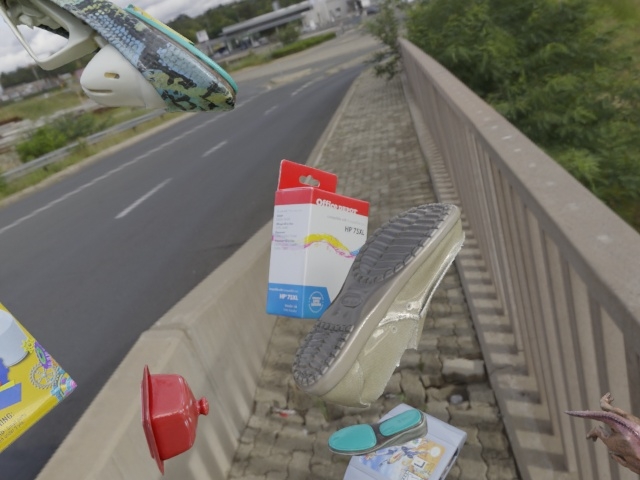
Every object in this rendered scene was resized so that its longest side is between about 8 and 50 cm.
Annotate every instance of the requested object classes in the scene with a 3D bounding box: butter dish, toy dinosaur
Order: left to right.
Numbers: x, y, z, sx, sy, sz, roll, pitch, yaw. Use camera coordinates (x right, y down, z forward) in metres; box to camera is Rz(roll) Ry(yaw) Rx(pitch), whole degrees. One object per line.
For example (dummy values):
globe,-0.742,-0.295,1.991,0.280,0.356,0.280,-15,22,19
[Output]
butter dish,-0.271,0.326,1.041,0.118,0.160,0.160,-11,32,-14
toy dinosaur,0.677,0.439,1.157,0.127,0.296,0.200,-50,-1,5

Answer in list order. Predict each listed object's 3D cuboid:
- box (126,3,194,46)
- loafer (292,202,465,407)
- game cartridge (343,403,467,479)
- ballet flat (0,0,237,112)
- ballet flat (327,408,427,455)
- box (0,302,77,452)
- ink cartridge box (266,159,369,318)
box,-0.411,-0.483,1.336,0.105,0.179,0.043,-56,-1,11
loafer,0.076,0.070,0.612,0.268,0.092,0.102,-50,29,-15
game cartridge,0.186,0.507,1.261,0.198,0.062,0.297,21,39,29
ballet flat,-0.141,-0.121,0.346,0.188,0.070,0.070,36,42,9
ballet flat,0.123,0.415,1.145,0.213,0.068,0.072,-18,31,1
box,-0.436,0.139,0.462,0.177,0.279,0.290,-35,8,46
ink cartridge box,0.000,0.000,0.826,0.078,0.230,0.134,1,-5,43
